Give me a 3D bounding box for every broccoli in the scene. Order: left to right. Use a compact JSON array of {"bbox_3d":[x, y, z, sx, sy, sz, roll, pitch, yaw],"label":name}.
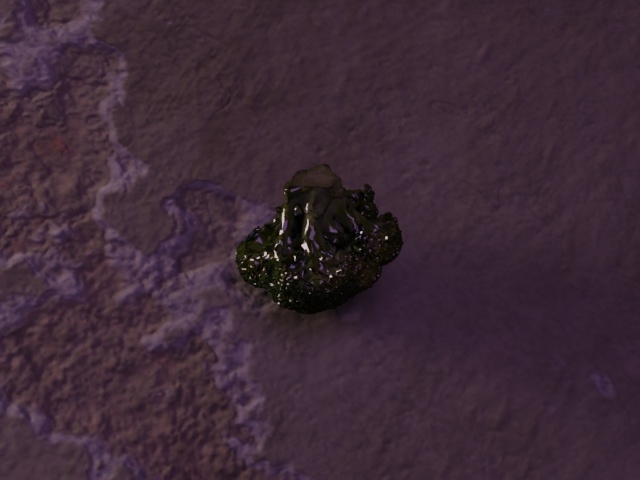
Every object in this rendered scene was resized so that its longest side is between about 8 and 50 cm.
[{"bbox_3d":[0.000,0.000,1.371,0.146,0.137,0.162,24,37,38],"label":"broccoli"}]
